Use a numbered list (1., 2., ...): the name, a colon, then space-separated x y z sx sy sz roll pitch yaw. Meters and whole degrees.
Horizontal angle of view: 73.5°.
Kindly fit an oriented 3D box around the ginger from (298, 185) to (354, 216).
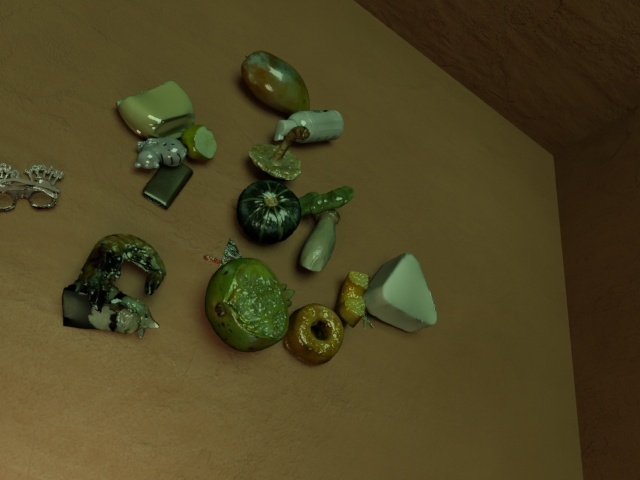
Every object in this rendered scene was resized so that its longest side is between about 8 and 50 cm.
1. ginger: -0.001 -0.165 1.792 0.137 0.289 0.089 -75 150 -72

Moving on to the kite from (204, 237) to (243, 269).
1. kite: -0.338 0.095 1.566 0.189 0.009 0.232 24 56 -21

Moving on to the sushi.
1. sushi: -0.610 0.194 1.281 0.272 0.134 0.109 14 28 -15

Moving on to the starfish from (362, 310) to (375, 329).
1. starfish: 0.191 0.328 1.785 0.086 0.016 0.092 27 57 -16

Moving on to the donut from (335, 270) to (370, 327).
1. donut: 0.123 0.248 1.700 0.101 0.152 0.259 21 34 -6

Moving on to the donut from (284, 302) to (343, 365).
1. donut: -0.021 0.342 1.578 0.226 0.114 0.227 15 58 -25

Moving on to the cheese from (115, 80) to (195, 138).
1. cheese: -0.615 -0.496 1.621 0.233 0.127 0.266 49 48 2

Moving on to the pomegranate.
1. pomegranate: -0.242 0.222 1.452 0.358 0.216 0.310 3 61 -65

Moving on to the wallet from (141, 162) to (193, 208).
1. wallet: -0.558 -0.213 1.570 0.110 0.031 0.198 32 53 -15

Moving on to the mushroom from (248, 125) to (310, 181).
1. mushroom: -0.132 -0.370 1.770 0.208 0.301 0.233 43 29 -42

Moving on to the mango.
1. mango: -0.190 -0.704 1.961 0.384 0.199 0.221 41 46 -25

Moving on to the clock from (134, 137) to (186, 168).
1. clock: -0.573 -0.303 1.542 0.176 0.080 0.117 -4 55 -10

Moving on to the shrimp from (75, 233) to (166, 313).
1. shrimp: -0.583 0.097 1.291 0.233 0.071 0.365 26 24 -25

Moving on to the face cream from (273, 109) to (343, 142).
1. face cream: -0.065 -0.518 1.951 0.369 0.145 0.145 -18 77 -44

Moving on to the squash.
1. squash: -0.200 -0.110 1.653 0.252 0.165 0.252 6 64 -12

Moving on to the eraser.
1. eraser: 0.343 0.205 1.848 0.331 0.150 0.331 19 57 -32

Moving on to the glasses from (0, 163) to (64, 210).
1. glasses: -0.912 -0.181 1.290 0.255 0.095 0.162 -4 61 -37

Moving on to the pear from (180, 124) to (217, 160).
1. pear: -0.479 -0.374 1.658 0.141 0.104 0.141 1 89 -58

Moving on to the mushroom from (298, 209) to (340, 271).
1. mushroom: 0.000 0.000 1.759 0.128 0.128 0.350 30 48 -16
